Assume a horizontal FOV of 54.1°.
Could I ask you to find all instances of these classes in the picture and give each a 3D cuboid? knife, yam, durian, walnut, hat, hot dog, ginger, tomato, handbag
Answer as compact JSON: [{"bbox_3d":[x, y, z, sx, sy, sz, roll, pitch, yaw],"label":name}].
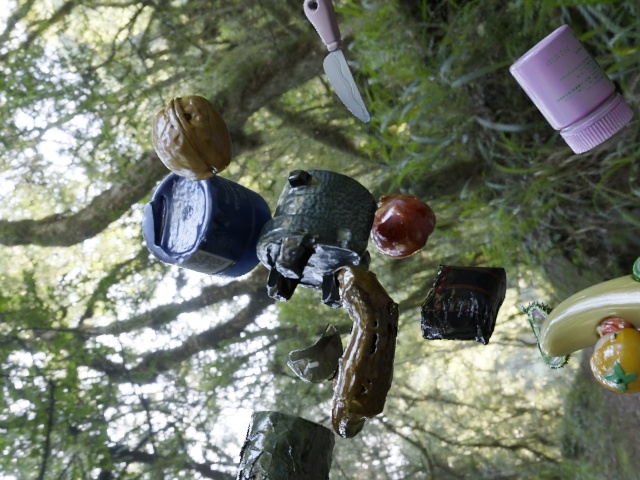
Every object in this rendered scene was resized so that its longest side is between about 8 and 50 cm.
[{"bbox_3d":[0.038,-0.442,1.548,0.043,0.081,0.335,-42,-64,-51],"label":"knife"},{"bbox_3d":[-0.091,0.498,1.296,0.201,0.203,0.271,61,-145,-51],"label":"yam"},{"bbox_3d":[0.709,0.275,1.910,0.096,0.137,0.220,-25,-95,-32],"label":"durian"},{"bbox_3d":[-0.250,-0.200,1.208,0.144,0.144,0.180,28,-144,-63],"label":"walnut"},{"bbox_3d":[0.003,0.310,1.647,0.144,0.166,0.173,55,173,-2],"label":"hat"},{"bbox_3d":[0.265,-0.127,2.121,0.038,0.144,0.062,68,-155,-57],"label":"hot dog"},{"bbox_3d":[0.074,0.194,1.106,0.107,0.133,0.309,21,-112,-52],"label":"ginger"},{"bbox_3d":[0.223,-0.044,1.659,0.151,0.187,0.187,56,-159,-2],"label":"tomato"},{"bbox_3d":[0.331,0.145,1.462,0.215,0.169,0.155,-49,-41,-52],"label":"handbag"}]

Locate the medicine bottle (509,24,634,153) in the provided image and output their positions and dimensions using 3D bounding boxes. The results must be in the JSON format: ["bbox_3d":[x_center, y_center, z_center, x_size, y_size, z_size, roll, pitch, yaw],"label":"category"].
[{"bbox_3d":[0.642,-0.385,1.607,0.290,0.178,0.178,50,-158,-4],"label":"medicine bottle"}]

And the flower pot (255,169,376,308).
[{"bbox_3d":[0.000,0.000,1.490,0.299,0.299,0.282,51,-132,-44],"label":"flower pot"}]

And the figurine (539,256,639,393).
[{"bbox_3d":[0.526,0.157,1.063,0.124,0.325,0.222,38,-133,-27],"label":"figurine"}]

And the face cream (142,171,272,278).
[{"bbox_3d":[-0.279,-0.040,1.554,0.225,0.249,0.248,19,-126,-56],"label":"face cream"}]
